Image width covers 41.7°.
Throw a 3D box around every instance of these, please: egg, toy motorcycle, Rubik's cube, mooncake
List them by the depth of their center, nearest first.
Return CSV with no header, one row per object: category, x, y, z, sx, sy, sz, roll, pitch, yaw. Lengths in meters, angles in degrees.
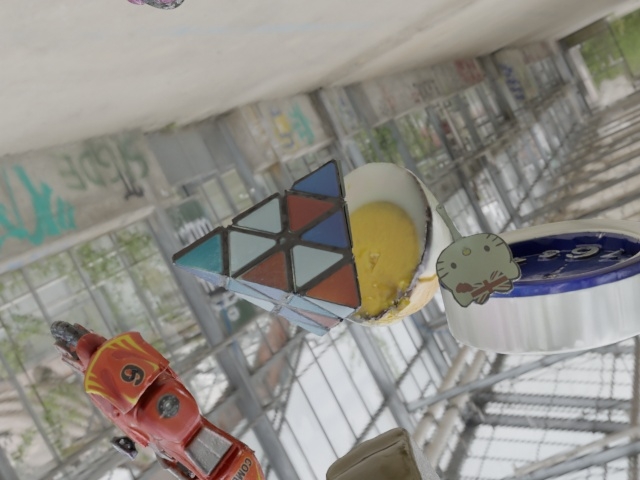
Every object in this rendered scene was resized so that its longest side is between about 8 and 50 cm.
toy motorcycle,-0.194,0.199,0.978,0.171,0.298,0.089,-15,-148,52
Rubik's cube,0.000,0.000,1.211,0.284,0.234,0.250,10,160,29
mooncake,0.153,0.539,1.520,0.201,0.378,0.378,-29,-177,4
egg,0.149,0.015,1.721,0.337,0.336,0.201,-24,157,38

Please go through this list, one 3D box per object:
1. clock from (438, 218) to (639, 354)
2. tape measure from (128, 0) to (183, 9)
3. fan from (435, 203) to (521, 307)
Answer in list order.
clock,0.240,0.043,0.865,0.231,0.083,0.230,-11,-166,3
tape measure,-0.111,-0.215,0.534,0.074,0.125,0.118,2,-125,29
fan,0.106,0.007,0.608,0.056,0.083,0.004,-26,158,-1
